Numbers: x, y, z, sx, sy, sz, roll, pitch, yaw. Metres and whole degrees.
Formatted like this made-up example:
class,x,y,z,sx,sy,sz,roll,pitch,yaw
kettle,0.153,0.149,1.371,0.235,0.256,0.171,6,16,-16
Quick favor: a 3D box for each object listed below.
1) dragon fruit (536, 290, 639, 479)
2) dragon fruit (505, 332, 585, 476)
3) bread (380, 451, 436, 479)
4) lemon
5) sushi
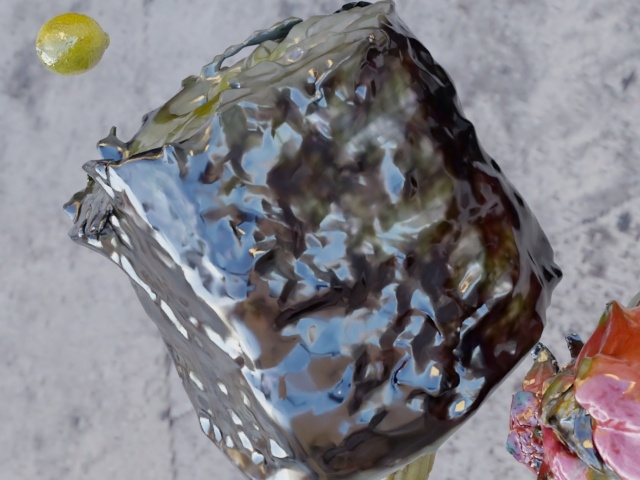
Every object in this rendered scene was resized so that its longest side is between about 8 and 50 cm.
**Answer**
class,x,y,z,sx,sy,sz,roll,pitch,yaw
dragon fruit,0.264,0.112,0.970,0.224,0.227,0.224,12,108,42
dragon fruit,0.249,0.176,1.471,0.142,0.130,0.121,-40,14,-16
bread,0.023,0.194,1.610,0.139,0.239,0.240,117,149,-55
lemon,-0.244,-0.194,1.450,0.062,0.083,0.062,18,113,50
sushi,0.000,-0.002,1.075,0.299,0.294,0.281,-42,14,-33
